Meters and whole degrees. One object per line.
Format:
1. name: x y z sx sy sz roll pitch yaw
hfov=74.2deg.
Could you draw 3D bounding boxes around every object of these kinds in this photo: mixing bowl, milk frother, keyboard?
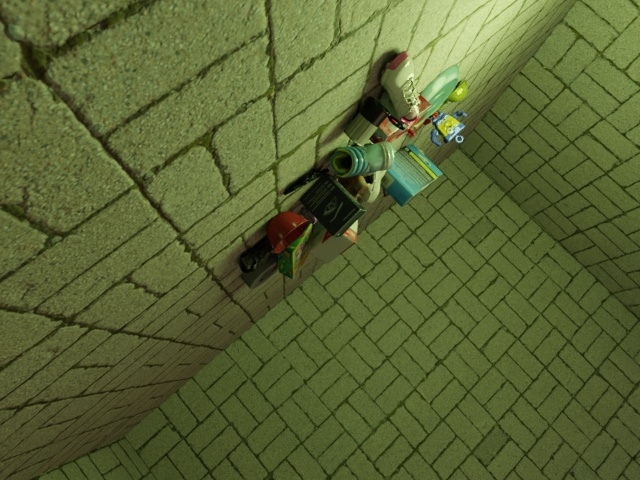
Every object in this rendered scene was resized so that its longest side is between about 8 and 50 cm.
1. mixing bowl: -0.139 -0.047 1.616 0.181 0.098 0.181 -42 172 -8
2. milk frother: 0.175 -0.359 1.353 0.134 0.143 0.129 -49 176 25
3. keyboard: -0.045 -0.219 1.471 0.192 0.038 0.100 -37 -167 -38

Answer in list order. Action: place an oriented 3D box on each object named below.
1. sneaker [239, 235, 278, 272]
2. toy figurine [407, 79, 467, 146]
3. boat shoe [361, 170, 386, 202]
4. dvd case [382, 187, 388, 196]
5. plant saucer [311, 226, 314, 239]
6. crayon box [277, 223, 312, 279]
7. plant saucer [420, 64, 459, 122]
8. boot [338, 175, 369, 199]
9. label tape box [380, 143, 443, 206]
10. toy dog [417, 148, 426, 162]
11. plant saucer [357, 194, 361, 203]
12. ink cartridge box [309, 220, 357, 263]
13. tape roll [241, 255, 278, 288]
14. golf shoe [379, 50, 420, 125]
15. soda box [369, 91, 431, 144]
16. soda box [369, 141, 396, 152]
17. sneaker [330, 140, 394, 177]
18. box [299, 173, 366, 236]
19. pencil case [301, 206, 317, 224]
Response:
1. sneaker: -0.239 0.054 1.698 0.228 0.087 0.130 -39 178 15
2. toy figurine: 0.627 -0.569 2.061 0.362 0.217 0.191 -42 171 2
3. boat shoe: 0.240 -0.293 2.088 0.096 0.098 0.277 -19 143 -30
4. dvd case: 0.437 -0.379 2.477 0.221 0.018 0.164 -38 133 -23
5. plant saucer: -0.113 0.035 2.274 0.259 0.047 0.258 -36 169 -33
6. crayon box: -0.115 0.039 1.889 0.165 0.081 0.278 -58 167 -27
7. plant saucer: 0.484 -0.609 1.824 0.318 0.043 0.317 -40 171 -8
8. boot: 0.100 -0.206 1.761 0.197 0.152 0.073 -40 140 13
9. label tape box: 0.458 -0.353 2.237 0.348 0.249 0.115 -34 167 -43
10. toy dog: 0.566 -0.421 2.664 0.220 0.161 0.333 -31 166 -49
11. plant saucer: 0.104 -0.147 2.157 0.311 0.050 0.310 -38 159 -17
12. ink cartridge box: 0.064 -0.060 1.906 0.197 0.114 0.272 -40 -152 36
13. tape roll: -0.267 0.131 1.988 0.219 0.072 0.219 -41 172 -7
14. golf shoe: 0.257 -0.453 1.284 0.115 0.140 0.306 -41 170 2
15. soda box: 0.299 -0.456 1.612 0.263 0.083 0.092 -38 170 -24
16. soda box: 0.252 -0.378 1.827 0.074 0.069 0.216 -48 170 27
17. sneaker: 0.114 -0.293 1.563 0.208 0.127 0.319 -11 -176 -15
18. box: 0.049 -0.136 1.650 0.153 0.207 0.108 -45 169 14
19. pencil case: 0.016 -0.154 1.810 0.206 0.088 0.086 -37 -177 -24
